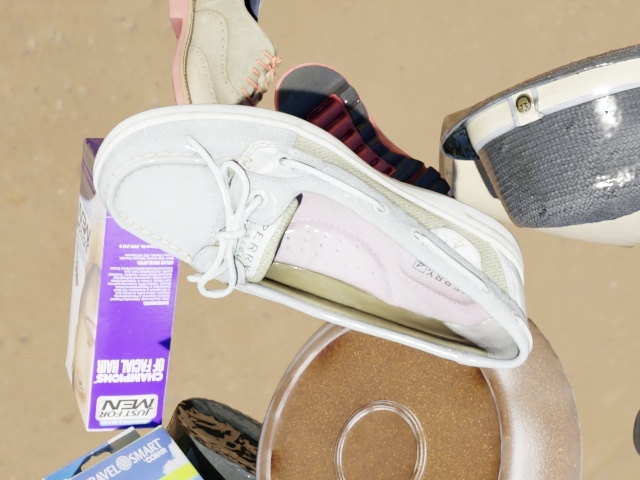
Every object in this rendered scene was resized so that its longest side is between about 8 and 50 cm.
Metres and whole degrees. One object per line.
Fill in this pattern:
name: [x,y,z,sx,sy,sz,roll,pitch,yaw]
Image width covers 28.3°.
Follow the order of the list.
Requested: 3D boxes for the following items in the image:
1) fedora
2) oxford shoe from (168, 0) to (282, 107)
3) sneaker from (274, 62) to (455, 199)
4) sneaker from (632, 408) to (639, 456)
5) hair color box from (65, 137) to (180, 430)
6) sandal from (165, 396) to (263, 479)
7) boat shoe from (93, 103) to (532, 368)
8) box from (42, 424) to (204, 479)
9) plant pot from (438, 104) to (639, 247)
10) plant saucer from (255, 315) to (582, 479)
fedora: [0.309,-0.102,1.435,0.334,0.152,0.334,-14,171,-2]
oxford shoe: [-0.111,-0.204,1.561,0.130,0.348,0.123,-10,151,3]
sneaker: [0.059,-0.079,1.537,0.116,0.314,0.136,-37,-176,-7]
sneaker: [0.420,0.179,1.115,0.145,0.090,0.270,17,166,-29]
hair color box: [-0.256,0.055,1.641,0.110,0.185,0.338,-1,113,-20]
sandal: [0.068,0.250,1.183,0.446,0.167,0.107,27,102,-4]
boat shoe: [0.000,0.002,0.866,0.320,0.103,0.118,22,120,-16]
box: [-0.136,0.237,1.061,0.109,0.178,0.042,-27,161,-44]
plant pot: [0.316,-0.119,1.834,0.274,0.256,0.256,1,140,-3]
plant saucer: [0.058,0.175,1.014,0.310,0.310,0.050,-42,144,19]
